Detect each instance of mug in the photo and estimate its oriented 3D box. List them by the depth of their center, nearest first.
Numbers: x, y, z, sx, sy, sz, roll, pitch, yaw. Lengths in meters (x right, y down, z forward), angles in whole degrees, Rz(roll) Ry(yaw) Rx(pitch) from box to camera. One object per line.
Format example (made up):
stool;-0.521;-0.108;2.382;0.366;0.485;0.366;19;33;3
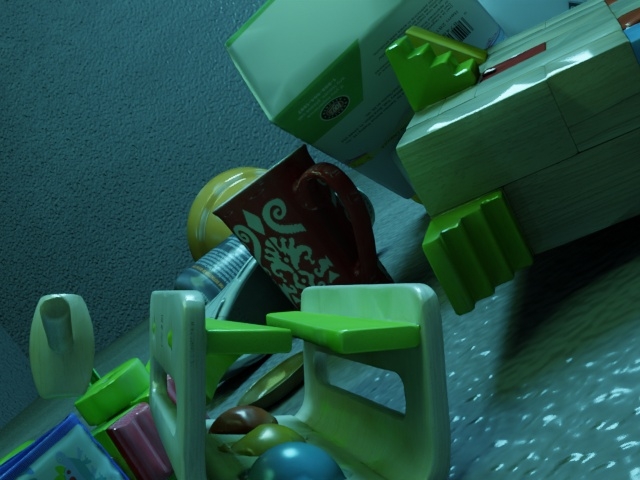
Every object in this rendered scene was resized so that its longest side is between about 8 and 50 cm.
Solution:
mug;-0.008;0.006;0.878;0.113;0.169;0.150;-37;6;-8

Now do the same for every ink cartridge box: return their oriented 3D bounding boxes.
ink cartridge box;0.075;-0.175;0.912;0.201;0.117;0.278;-41;-30;17

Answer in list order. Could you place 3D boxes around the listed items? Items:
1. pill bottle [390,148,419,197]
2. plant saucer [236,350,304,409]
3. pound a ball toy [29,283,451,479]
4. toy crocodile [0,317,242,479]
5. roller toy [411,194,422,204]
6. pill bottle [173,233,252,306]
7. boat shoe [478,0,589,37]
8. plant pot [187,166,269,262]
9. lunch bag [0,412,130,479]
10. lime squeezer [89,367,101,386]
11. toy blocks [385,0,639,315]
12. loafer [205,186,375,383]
pill bottle;0.174;-0.095;0.893;0.187;0.112;0.112;-36;6;6
plant saucer;-0.039;0.130;0.828;0.083;0.015;0.083;-36;6;4
pound a ball toy;-0.076;0.096;0.554;0.208;0.135;0.319;-1;-3;-14
toy crocodile;-0.158;0.173;0.695;0.105;0.115;0.340;-33;7;30
roller toy;0.158;-0.159;1.127;0.191;0.209;0.146;-23;8;17
pill bottle;-0.099;0.060;1.184;0.246;0.130;0.130;-39;6;-23
boat shoe;0.272;-0.266;1.102;0.301;0.108;0.102;4;-12;-12
plant pot;-0.083;-0.006;1.410;0.205;0.205;0.188;-38;21;-14
lunch bag;-0.156;0.188;0.491;0.151;0.128;0.096;-39;6;-13
lime squeezer;-0.267;0.213;1.159;0.059;0.109;0.310;-22;33;-16
toy blocks;0.209;-0.111;0.636;0.261;0.190;0.381;-23;13;21
loafer;-0.035;0.047;1.075;0.319;0.112;0.111;-48;15;-25
